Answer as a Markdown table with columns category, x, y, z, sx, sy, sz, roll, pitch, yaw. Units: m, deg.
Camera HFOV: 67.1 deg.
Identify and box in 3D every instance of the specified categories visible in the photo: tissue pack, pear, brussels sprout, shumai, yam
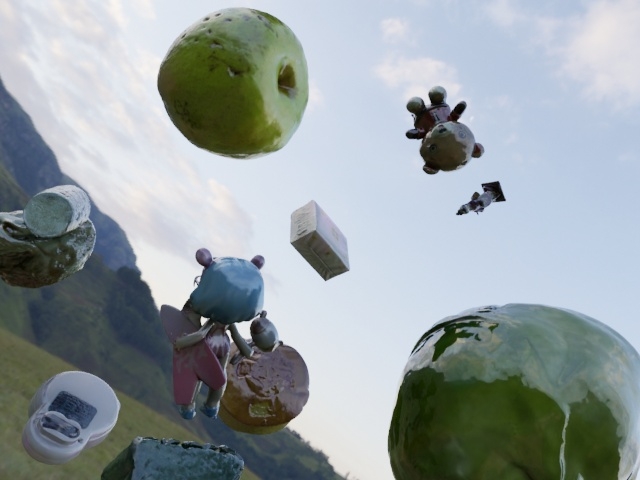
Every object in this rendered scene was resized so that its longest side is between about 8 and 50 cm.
| category | x | y | z | sx | sy | sz | roll | pitch | yaw |
| --- | --- | --- | --- | --- | --- | --- | --- | --- | --- |
| tissue pack | 0.000 | 0.000 | 1.726 | 0.124 | 0.185 | 0.225 | -27 | -54 | 21 |
| pear | -0.226 | -0.386 | 1.221 | 0.391 | 0.391 | 0.391 | 30 | -23 | 14 |
| brussels sprout | 0.276 | 0.276 | 0.753 | 0.361 | 0.425 | 0.342 | 50 | -7 | -24 |
| shumai | -0.709 | -0.012 | 1.171 | 0.222 | 0.271 | 0.204 | 49 | -17 | 31 |
| yam | -0.587 | -0.066 | 1.080 | 0.107 | 0.107 | 0.194 | 43 | -3 | -18 |

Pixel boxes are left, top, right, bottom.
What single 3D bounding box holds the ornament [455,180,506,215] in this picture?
| category | x | y | z | sx | sy | sz | roll | pitch | yaw |
| --- | --- | --- | --- | --- | --- | --- | --- | --- | --- |
| ornament | 0.553 | -0.131 | 1.673 | 0.081 | 0.203 | 0.088 | -9 | -73 | 55 |

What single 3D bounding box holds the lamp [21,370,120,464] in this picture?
| category | x | y | z | sx | sy | sz | roll | pitch | yaw |
| --- | --- | --- | --- | --- | --- | --- | --- | --- | --- |
| lamp | -0.542 | 0.385 | 1.037 | 0.179 | 0.108 | 0.246 | 31 | 12 | -9 |

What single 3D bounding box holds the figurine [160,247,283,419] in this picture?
| category | x | y | z | sx | sy | sz | roll | pitch | yaw |
| --- | --- | --- | --- | --- | --- | --- | --- | --- | --- |
| figurine | -0.134 | 0.147 | 0.726 | 0.205 | 0.260 | 0.103 | 12 | 5 | -27 |

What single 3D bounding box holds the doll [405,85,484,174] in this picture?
| category | x | y | z | sx | sy | sz | roll | pitch | yaw |
| --- | --- | --- | --- | --- | --- | --- | --- | --- | --- |
| doll | 0.429 | -0.387 | 1.743 | 0.174 | 0.234 | 0.330 | 61 | 11 | -61 |

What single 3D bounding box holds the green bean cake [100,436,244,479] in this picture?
| category | x | y | z | sx | sy | sz | roll | pitch | yaw |
| --- | --- | --- | --- | --- | --- | --- | --- | --- | --- |
| green bean cake | -0.188 | 0.377 | 0.624 | 0.193 | 0.107 | 0.208 | 34 | 26 | -40 |

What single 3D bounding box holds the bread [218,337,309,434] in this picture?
| category | x | y | z | sx | sy | sz | roll | pitch | yaw |
| --- | --- | --- | --- | --- | --- | --- | --- | --- | --- |
| bread | -0.166 | 0.396 | 1.331 | 0.269 | 0.270 | 0.148 | 33 | -45 | 6 |
